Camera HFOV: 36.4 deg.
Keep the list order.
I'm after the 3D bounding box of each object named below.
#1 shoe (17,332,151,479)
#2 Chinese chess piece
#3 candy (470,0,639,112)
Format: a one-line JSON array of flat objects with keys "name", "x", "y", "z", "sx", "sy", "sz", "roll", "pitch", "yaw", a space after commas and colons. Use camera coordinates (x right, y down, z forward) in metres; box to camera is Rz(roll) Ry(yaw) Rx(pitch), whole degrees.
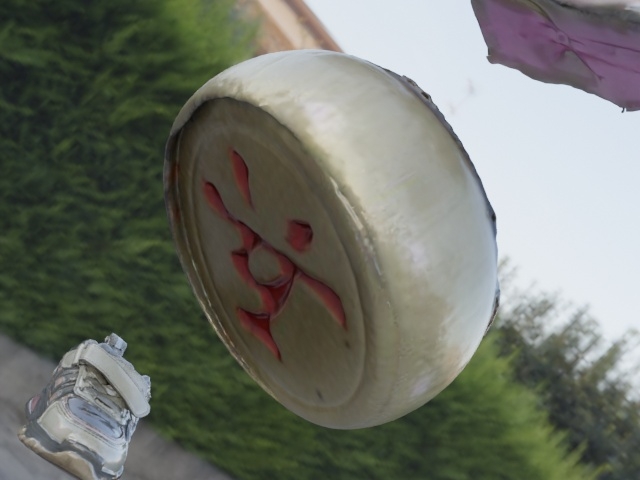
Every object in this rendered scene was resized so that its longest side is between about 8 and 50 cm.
[{"name": "shoe", "x": -0.174, "y": 0.130, "z": 0.762, "sx": 0.089, "sy": 0.092, "sz": 0.180, "roll": 37, "pitch": -6, "yaw": -15}, {"name": "Chinese chess piece", "x": 0.000, "y": 0.000, "z": 0.638, "sx": 0.250, "sy": 0.103, "sz": 0.249, "roll": 33, "pitch": -43, "yaw": 38}, {"name": "candy", "x": 0.225, "y": -0.223, "z": 0.645, "sx": 0.155, "sy": 0.265, "sz": 0.116, "roll": 26, "pitch": -18, "yaw": 31}]
